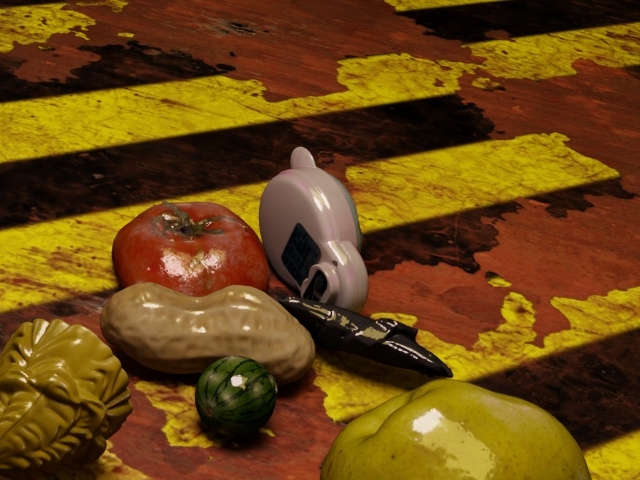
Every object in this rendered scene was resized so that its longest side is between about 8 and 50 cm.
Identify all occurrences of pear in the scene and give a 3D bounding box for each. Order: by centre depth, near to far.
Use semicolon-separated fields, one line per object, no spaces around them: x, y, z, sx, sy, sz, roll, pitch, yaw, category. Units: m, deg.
0.141;0.288;1.329;0.294;0.294;0.294;9;32;-5;pear

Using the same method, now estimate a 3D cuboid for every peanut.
-0.139;0.112;1.647;0.275;0.125;0.111;8;24;-9;peanut

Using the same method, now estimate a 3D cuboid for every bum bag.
0.058;0.125;1.713;0.248;0.060;0.123;16;-12;4;bum bag

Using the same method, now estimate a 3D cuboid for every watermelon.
-0.099;0.184;1.576;0.109;0.109;0.109;9;32;-5;watermelon

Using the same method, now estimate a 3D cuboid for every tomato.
-0.179;0.017;1.817;0.237;0.095;0.236;8;32;-5;tomato

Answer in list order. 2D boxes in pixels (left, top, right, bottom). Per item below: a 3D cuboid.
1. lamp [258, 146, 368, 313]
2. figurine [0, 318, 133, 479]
0.003;0.000;1.835;0.108;0.179;0.246;-12;58;-28;lamp
-0.345;0.243;1.355;0.187;0.168;0.315;-19;23;37;figurine
